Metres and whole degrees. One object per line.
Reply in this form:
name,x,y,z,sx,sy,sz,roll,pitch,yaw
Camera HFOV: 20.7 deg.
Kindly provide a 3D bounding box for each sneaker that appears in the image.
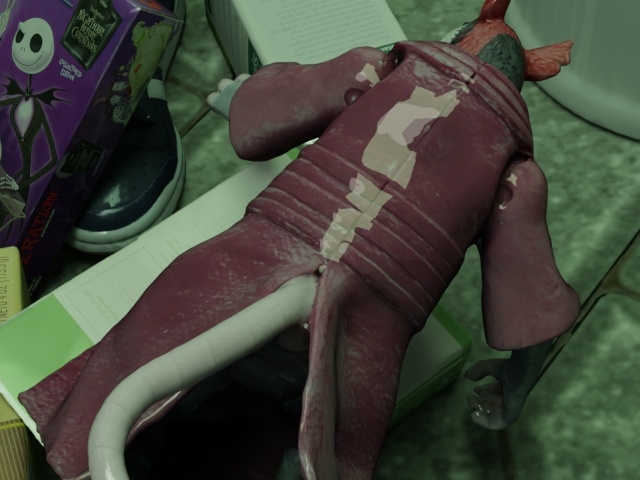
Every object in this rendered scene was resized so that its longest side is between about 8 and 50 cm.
sneaker,-0.141,-0.135,1.133,0.099,0.153,0.282,-2,49,2

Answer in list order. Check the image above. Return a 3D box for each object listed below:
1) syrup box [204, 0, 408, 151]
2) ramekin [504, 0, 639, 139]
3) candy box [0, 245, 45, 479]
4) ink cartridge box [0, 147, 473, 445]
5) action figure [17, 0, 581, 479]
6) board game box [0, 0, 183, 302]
syrup box,-0.003,-0.120,1.151,0.096,0.093,0.237,-15,50,-10
ramekin,0.263,-0.203,1.180,0.277,0.135,0.277,-2,49,2
candy box,-0.240,0.153,0.930,0.183,0.087,0.316,-7,49,-4
ink cartridge box,-0.055,0.067,0.986,0.235,0.056,0.171,-34,72,-24
action figure,0.000,0.000,0.856,0.248,0.276,0.370,32,77,11
board game box,-0.255,-0.140,1.130,0.347,0.056,0.208,39,103,31
